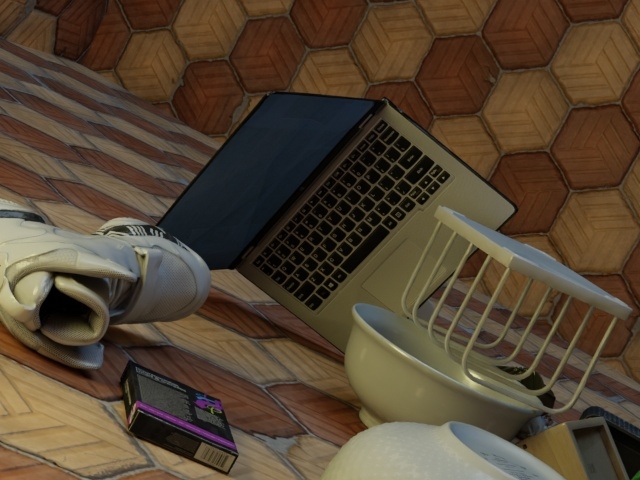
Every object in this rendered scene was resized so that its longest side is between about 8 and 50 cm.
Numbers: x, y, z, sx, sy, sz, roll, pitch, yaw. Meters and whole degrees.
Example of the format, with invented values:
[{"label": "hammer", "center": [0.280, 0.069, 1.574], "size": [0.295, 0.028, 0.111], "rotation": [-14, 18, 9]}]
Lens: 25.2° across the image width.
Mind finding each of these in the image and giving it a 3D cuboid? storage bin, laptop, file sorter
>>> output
[{"label": "storage bin", "center": [0.462, 0.348, 2.189], "size": [0.180, 0.122, 0.084], "rotation": [29, 8, 10]}, {"label": "laptop", "center": [0.000, 0.000, 2.055], "size": [0.408, 0.382, 0.236], "rotation": [38, 29, -9]}, {"label": "file sorter", "center": [0.250, 0.093, 1.953], "size": [0.192, 0.173, 0.278], "rotation": [24, 7, -20]}]

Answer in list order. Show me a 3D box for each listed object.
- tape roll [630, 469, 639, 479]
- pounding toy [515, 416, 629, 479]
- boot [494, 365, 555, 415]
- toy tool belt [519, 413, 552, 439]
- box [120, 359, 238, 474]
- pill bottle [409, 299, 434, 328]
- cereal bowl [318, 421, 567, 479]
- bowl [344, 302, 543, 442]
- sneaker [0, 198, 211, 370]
[{"label": "tape roll", "center": [0.522, 0.377, 1.738], "size": [0.321, 0.077, 0.321], "rotation": [40, -20, 18]}, {"label": "pounding toy", "center": [0.366, 0.350, 1.914], "size": [0.181, 0.094, 0.206], "rotation": [4, 62, -55]}, {"label": "boot", "center": [0.259, 0.246, 2.315], "size": [0.236, 0.089, 0.269], "rotation": [9, -8, 12]}, {"label": "toy tool belt", "center": [0.361, 0.319, 2.359], "size": [0.083, 0.052, 0.051], "rotation": [8, 59, -59]}, {"label": "box", "center": [-0.151, 0.184, 1.505], "size": [0.116, 0.029, 0.162], "rotation": [26, 9, -15]}, {"label": "pill bottle", "center": [0.121, 0.103, 2.660], "size": [0.117, 0.118, 0.208], "rotation": [22, 9, -37]}, {"label": "cereal bowl", "center": [0.169, 0.289, 1.501], "size": [0.339, 0.141, 0.339], "rotation": [27, 6, -3]}, {"label": "bowl", "center": [0.145, 0.213, 1.942], "size": [0.297, 0.134, 0.298], "rotation": [27, 7, -4]}, {"label": "sneaker", "center": [-0.245, 0.062, 1.616], "size": [0.365, 0.137, 0.210], "rotation": [14, 15, -42]}]
